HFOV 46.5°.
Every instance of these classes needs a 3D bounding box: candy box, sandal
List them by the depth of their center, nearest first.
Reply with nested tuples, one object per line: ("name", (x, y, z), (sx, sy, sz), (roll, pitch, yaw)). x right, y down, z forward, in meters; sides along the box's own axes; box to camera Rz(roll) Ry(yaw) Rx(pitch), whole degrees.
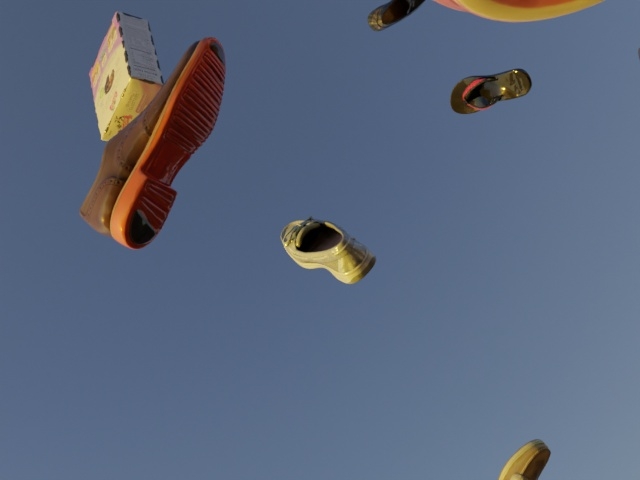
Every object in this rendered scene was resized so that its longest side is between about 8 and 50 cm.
("sandal", (0.297, -0.267, 1.347), (0.040, 0.179, 0.067), (-41, -71, -32))
("candy box", (-0.380, -0.313, 1.446), (0.070, 0.196, 0.165), (8, -42, -35))

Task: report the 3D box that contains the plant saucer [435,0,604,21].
("plant saucer", (0.206, -0.288, 0.593), (0.332, 0.084, 0.332), (-13, -22, -5))

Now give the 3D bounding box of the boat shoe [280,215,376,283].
("boat shoe", (-0.001, 0.002, 1.618), (0.118, 0.320, 0.103), (-46, -60, -9))

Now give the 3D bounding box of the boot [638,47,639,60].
("boot", (0.527, -0.240, 0.804), (0.280, 0.264, 0.096), (-35, -71, -5))

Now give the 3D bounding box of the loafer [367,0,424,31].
("loafer", (0.185, -0.516, 1.631), (0.170, 0.061, 0.062), (-41, -67, -4))

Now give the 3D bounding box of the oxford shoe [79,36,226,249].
("oxford shoe", (-0.201, -0.129, 0.886), (0.271, 0.098, 0.097), (-64, -23, -11))

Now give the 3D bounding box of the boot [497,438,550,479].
("boot", (0.379, 0.476, 1.310), (0.077, 0.165, 0.213), (33, -90, -36))
